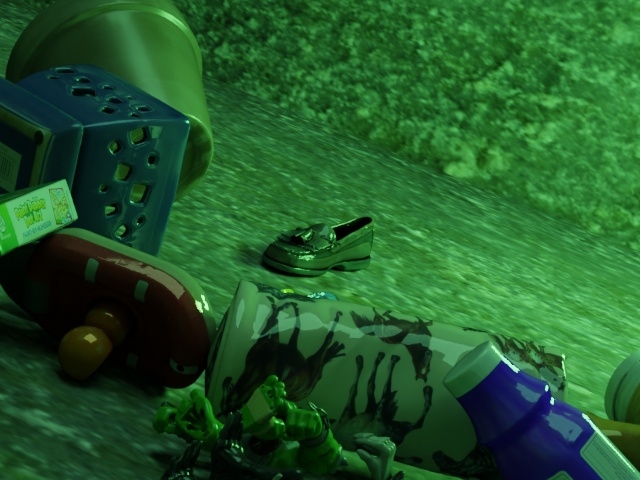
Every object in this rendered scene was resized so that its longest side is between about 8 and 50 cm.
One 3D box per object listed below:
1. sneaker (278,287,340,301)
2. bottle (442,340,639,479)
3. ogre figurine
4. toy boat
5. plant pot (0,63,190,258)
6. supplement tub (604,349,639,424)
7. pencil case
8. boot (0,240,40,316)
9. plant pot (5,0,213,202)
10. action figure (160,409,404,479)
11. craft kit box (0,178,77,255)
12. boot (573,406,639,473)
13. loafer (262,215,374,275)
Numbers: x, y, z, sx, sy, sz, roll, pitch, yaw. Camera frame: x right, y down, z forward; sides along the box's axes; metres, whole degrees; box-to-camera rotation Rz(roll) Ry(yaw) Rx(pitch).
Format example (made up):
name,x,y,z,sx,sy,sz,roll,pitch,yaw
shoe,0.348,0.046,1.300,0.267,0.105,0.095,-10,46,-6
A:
name,x,y,z,sx,sy,sz,roll,pitch,yaw
sneaker,-0.017,0.113,2.152,0.082,0.069,0.209,58,17,16
bottle,0.240,0.225,1.646,0.283,0.118,0.092,47,58,-2
ogre figurine,-0.060,0.194,1.592,0.118,0.197,0.096,43,34,-43
toy boat,-0.233,0.096,1.785,0.231,0.151,0.151,20,43,11
plant pot,-0.343,-0.095,2.178,0.212,0.235,0.236,-4,26,-46
supplement tub,0.480,0.234,2.127,0.144,0.144,0.200,10,16,-35
pencil case,0.065,0.166,1.754,0.410,0.183,0.160,13,-16,-10
boot,-0.273,0.051,2.009,0.263,0.091,0.229,19,7,-15
plant pot,-0.305,-0.203,2.601,0.323,0.323,0.280,9,32,-37
action figure,-0.004,0.243,1.408,0.276,0.140,0.164,25,25,29
craft kit box,-0.419,0.002,1.754,0.250,0.061,0.246,-14,10,11
boot,0.322,0.249,2.017,0.152,0.072,0.197,10,3,-37
loafer,0.000,0.000,2.572,0.096,0.084,0.267,25,14,27
